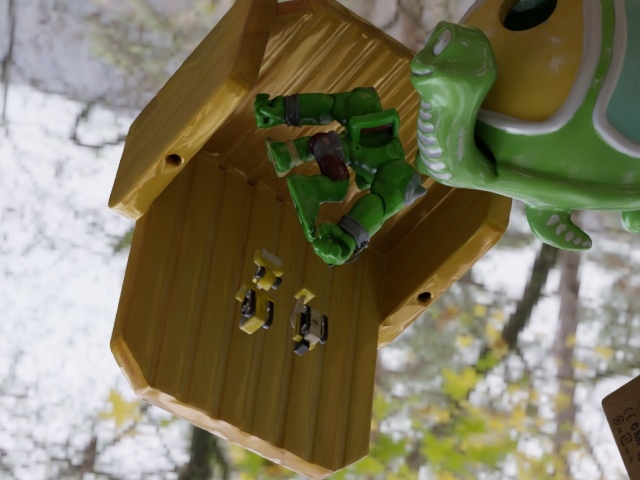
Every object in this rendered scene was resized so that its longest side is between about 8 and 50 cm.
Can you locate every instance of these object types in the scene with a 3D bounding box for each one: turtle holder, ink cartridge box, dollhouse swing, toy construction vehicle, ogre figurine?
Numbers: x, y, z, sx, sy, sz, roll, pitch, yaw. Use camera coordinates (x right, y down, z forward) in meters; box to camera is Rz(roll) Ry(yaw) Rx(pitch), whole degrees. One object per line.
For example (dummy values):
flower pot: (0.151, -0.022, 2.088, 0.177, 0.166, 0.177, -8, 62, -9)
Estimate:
turtle holder: (0.199, -0.142, 1.422, 0.320, 0.227, 0.243, 6, -158, -19)
ink cartridge box: (0.426, 0.282, 1.741, 0.193, 0.088, 0.234, 41, -159, -30)
dollhouse swing: (0.000, 0.000, 1.515, 0.347, 0.315, 0.305, 30, -148, -26)
toy construction vehicle: (-0.037, 0.058, 1.337, 0.086, 0.035, 0.098, 31, -149, -23)
ogre figurine: (0.021, -0.072, 1.425, 0.118, 0.096, 0.197, -20, -144, -5)
